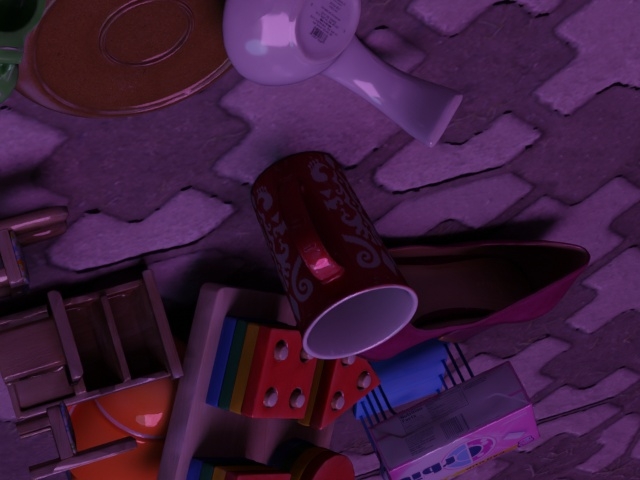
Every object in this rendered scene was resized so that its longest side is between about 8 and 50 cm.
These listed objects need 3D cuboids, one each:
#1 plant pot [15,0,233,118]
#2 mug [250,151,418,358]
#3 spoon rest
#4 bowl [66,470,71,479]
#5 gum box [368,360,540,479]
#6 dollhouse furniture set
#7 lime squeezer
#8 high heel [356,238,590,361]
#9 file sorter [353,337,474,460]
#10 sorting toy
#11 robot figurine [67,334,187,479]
[{"bbox_3d":[-0.138,-0.169,1.207,0.236,0.032,0.236,-18,150,-11],"label":"plant pot"},{"bbox_3d":[0.009,-0.001,1.437,0.113,0.169,0.150,-14,147,-17],"label":"mug"},{"bbox_3d":[0.012,-0.162,1.272,0.276,0.084,0.137,34,86,-50],"label":"spoon rest"},{"bbox_3d":[-0.121,0.290,1.803,0.312,0.163,0.311,-19,150,-11],"label":"bowl"},{"bbox_3d":[0.149,0.221,1.780,0.188,0.062,0.107,-25,150,-1],"label":"gum box"},{"bbox_3d":[-0.207,0.087,1.390,0.161,0.212,0.242,-16,175,-12],"label":"dollhouse furniture set"},{"bbox_3d":[-0.225,-0.161,1.073,0.059,0.110,0.310,13,135,-23],"label":"lime squeezer"},{"bbox_3d":[0.133,0.034,1.625,0.181,0.127,0.377,-32,163,26],"label":"high heel"},{"bbox_3d":[0.114,0.193,1.879,0.118,0.104,0.170,-17,149,-12],"label":"file sorter"},{"bbox_3d":[-0.038,0.187,1.600,0.255,0.089,0.257,11,92,-55],"label":"sorting toy"},{"bbox_3d":[-0.192,0.176,1.609,0.128,0.158,0.219,-48,173,-49],"label":"robot figurine"}]
